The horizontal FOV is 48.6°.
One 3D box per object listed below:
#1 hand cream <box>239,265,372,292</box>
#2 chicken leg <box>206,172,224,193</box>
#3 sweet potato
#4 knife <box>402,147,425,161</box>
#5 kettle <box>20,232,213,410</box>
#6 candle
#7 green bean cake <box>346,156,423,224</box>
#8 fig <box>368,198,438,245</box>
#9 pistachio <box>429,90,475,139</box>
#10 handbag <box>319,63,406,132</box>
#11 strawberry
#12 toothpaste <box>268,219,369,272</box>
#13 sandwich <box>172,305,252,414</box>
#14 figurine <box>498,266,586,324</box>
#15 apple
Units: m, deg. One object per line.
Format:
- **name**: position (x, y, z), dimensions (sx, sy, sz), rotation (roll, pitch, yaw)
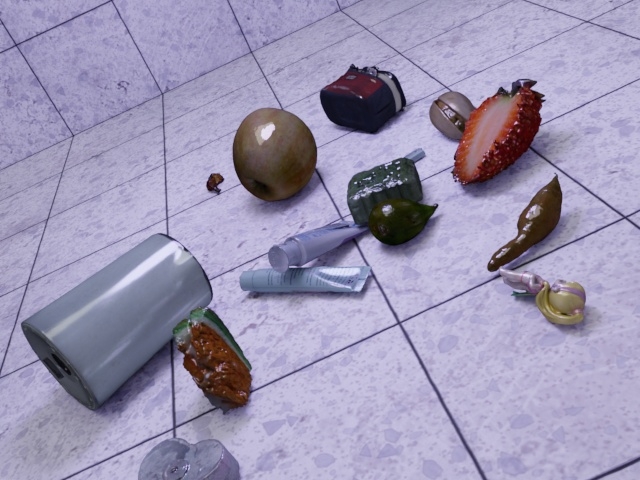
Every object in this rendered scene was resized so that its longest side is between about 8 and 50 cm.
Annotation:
- **hand cream**: position (-0.043, 0.088, 1.639), dimensions (0.331, 0.058, 0.085), rotation (-5, 33, 31)
- **chicken leg**: position (-0.350, -0.188, 2.345), dimensions (0.062, 0.037, 0.145), rotation (-8, 30, 3)
- **sweet potato**: position (0.435, -0.027, 1.452), dimensions (0.269, 0.075, 0.074), rotation (-49, 36, -18)
- **knife**: position (0.214, -0.207, 1.954), dimensions (0.162, 0.023, 0.044), rotation (-32, 26, -10)
- **kettle**: position (-0.476, 0.186, 1.682), dimensions (0.376, 0.250, 0.361), rotation (-42, 5, -31)
- **candle**: position (-0.245, 0.427, 1.243), dimensions (0.192, 0.068, 0.168), rotation (-10, 34, 32)
- **green bean cake**: position (0.159, -0.125, 1.769), dimensions (0.183, 0.094, 0.185), rotation (-18, 22, 14)
- **fig**: position (0.202, -0.049, 1.646), dimensions (0.177, 0.117, 0.117), rotation (-9, 26, -17)
- **pistachio**: position (0.372, -0.349, 1.980), dimensions (0.124, 0.124, 0.185), rotation (-26, 46, -1)
- **handbag**: position (0.136, -0.462, 2.267), dimensions (0.181, 0.181, 0.254), rotation (-42, 36, -23)
- **strawberry**: position (0.437, -0.236, 1.760), dimensions (0.306, 0.137, 0.233), rotation (-62, 19, -11)
- **toothpaste**: position (0.000, 0.000, 1.699), dimensions (0.114, 0.073, 0.299), rotation (5, 20, 41)
- **sandwich**: position (-0.221, 0.244, 1.404), dimensions (0.109, 0.185, 0.160), rotation (-27, 25, 12)
- **figurine**: position (0.401, 0.097, 1.286), dimensions (0.083, 0.083, 0.187), rotation (-39, 39, -23)
- **apple**: position (-0.140, -0.244, 2.052), dimensions (0.256, 0.257, 0.234), rotation (7, 57, 43)
